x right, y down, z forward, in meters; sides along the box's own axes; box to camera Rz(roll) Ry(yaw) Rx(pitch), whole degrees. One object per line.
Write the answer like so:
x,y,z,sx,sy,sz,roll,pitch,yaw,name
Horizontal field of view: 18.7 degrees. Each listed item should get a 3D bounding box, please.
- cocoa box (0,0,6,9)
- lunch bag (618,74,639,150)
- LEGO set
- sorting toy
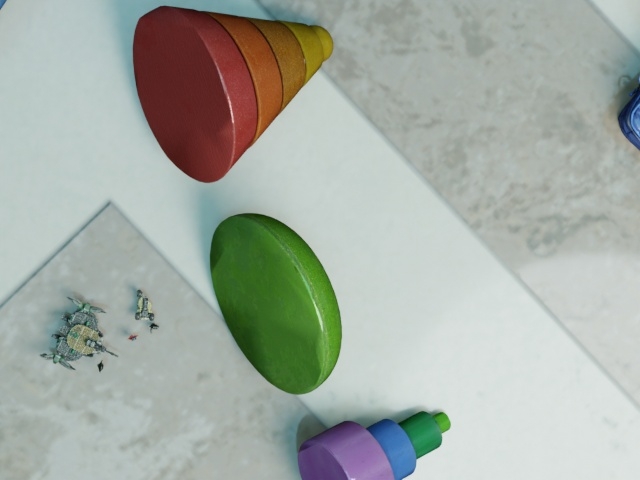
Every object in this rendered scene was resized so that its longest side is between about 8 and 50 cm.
-0.228,-0.325,1.187,0.231,0.228,0.347,35,95,-1,cocoa box
0.249,-0.078,1.305,0.098,0.065,0.067,40,91,-4,lunch bag
-0.153,0.062,1.326,0.083,0.023,0.054,-6,96,-15,LEGO set
0.000,0.000,1.301,0.126,0.127,0.365,-25,97,-30,sorting toy
